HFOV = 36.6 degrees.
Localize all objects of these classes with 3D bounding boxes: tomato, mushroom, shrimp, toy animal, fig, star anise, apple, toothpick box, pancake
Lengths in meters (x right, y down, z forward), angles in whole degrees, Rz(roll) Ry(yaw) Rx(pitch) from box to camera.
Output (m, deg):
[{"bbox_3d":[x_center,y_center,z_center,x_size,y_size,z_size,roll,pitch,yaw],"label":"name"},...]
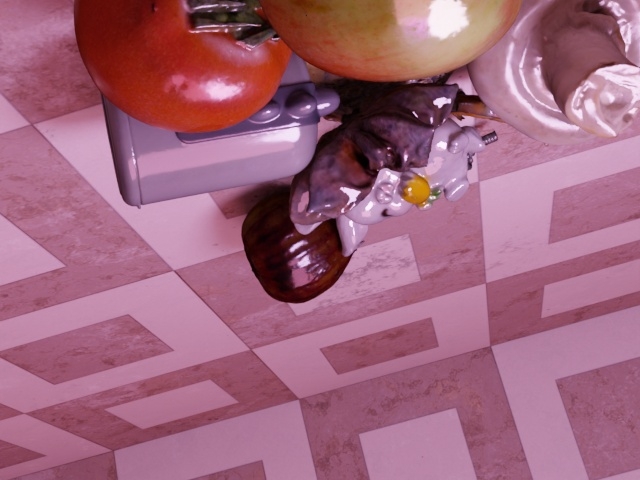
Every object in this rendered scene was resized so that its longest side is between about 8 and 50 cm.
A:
[{"bbox_3d":[-0.155,-0.249,1.108,0.225,0.255,0.256,-8,167,44],"label":"tomato"},{"bbox_3d":[0.362,-0.254,1.317,0.293,0.290,0.292,-6,118,-12],"label":"mushroom"},{"bbox_3d":[0.307,-0.213,1.583,0.291,0.054,0.222,0,-171,-26],"label":"shrimp"},{"bbox_3d":[0.116,-0.106,1.673,0.325,0.154,0.208,-39,134,25],"label":"toy animal"},{"bbox_3d":[0.010,-0.025,1.831,0.321,0.217,0.217,-28,159,-11],"label":"fig"},{"bbox_3d":[0.071,-0.133,1.422,0.315,0.315,0.108,-27,112,28],"label":"star anise"},{"bbox_3d":[0.073,-0.321,1.021,0.277,0.319,0.319,0,162,20],"label":"apple"},{"bbox_3d":[-0.135,-0.172,1.340,0.317,0.229,0.229,-10,157,-11],"label":"toothpick box"},{"bbox_3d":[0.096,-0.260,1.482,0.283,0.049,0.282,-11,160,-4],"label":"pancake"}]

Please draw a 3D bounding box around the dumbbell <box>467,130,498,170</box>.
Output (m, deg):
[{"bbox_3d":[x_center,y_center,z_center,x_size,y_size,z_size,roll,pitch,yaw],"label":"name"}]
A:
[{"bbox_3d":[0.206,-0.143,1.779,0.254,0.081,0.082,-22,156,20],"label":"dumbbell"}]
